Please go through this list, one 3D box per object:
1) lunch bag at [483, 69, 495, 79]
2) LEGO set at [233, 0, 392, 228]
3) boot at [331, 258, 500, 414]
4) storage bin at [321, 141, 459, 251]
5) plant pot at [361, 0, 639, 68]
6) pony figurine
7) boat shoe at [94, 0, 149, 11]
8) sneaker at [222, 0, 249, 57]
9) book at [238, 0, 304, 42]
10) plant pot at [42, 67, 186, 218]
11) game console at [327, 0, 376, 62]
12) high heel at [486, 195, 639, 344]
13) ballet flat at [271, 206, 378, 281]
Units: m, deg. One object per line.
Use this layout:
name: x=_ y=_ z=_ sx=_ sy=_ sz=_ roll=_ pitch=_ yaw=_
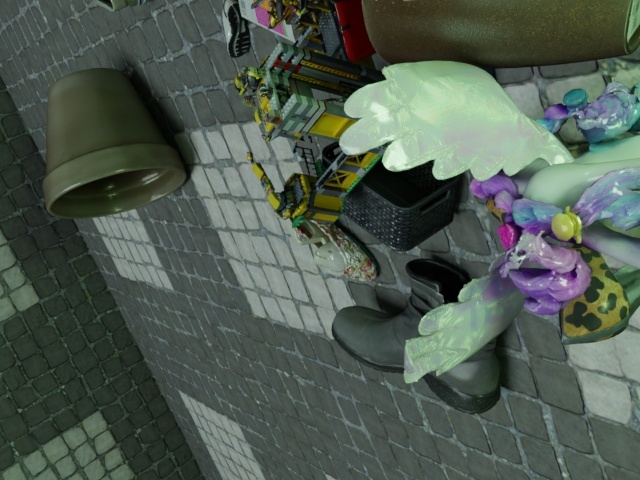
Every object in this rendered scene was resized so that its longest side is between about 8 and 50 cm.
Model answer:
lunch bag: x=0.171 y=-0.186 z=0.933 sx=0.067 sy=0.065 sz=0.098 roll=13 pitch=129 yaw=53
LEGO set: x=-0.048 y=-0.194 z=0.995 sx=0.255 sy=0.192 sz=0.331 roll=-37 pitch=53 yaw=48
boot: x=0.154 y=0.118 z=1.236 sx=0.338 sy=0.118 sz=0.222 roll=19 pitch=131 yaw=35
storage bin: x=0.098 y=-0.080 z=1.095 sx=0.180 sy=0.122 sz=0.084 roll=39 pitch=146 yaw=33
plant pot: x=0.193 y=-0.250 z=0.719 sx=0.230 sy=0.215 sz=0.215 roll=22 pitch=137 yaw=29
pony figurine: x=0.231 y=-0.036 z=0.713 sx=0.363 sy=0.351 sz=0.302 roll=9 pitch=114 yaw=50
boat shoe: x=-0.461 y=-0.546 z=1.561 sx=0.302 sy=0.094 sz=0.109 roll=31 pitch=142 yaw=40
sneaker: x=-0.148 y=-0.367 z=1.306 sx=0.109 sy=0.040 sz=0.043 roll=95 pitch=152 yaw=-43
book: x=-0.083 y=-0.376 z=1.191 sx=0.144 sy=0.035 sz=0.096 roll=36 pitch=148 yaw=36
plant pot: x=-0.506 y=-0.233 z=1.770 sx=0.323 sy=0.323 sz=0.280 roll=-38 pitch=68 yaw=62
game console: x=0.051 y=-0.300 z=0.930 sx=0.085 sy=0.144 sz=0.124 roll=20 pitch=134 yaw=51
high heel: x=0.252 y=0.019 z=0.873 sx=0.261 sy=0.186 sz=0.093 roll=25 pitch=142 yaw=46
ballet flat: x=0.000 y=0.000 z=1.380 sx=0.241 sy=0.077 sz=0.091 roll=45 pitch=148 yaw=22
